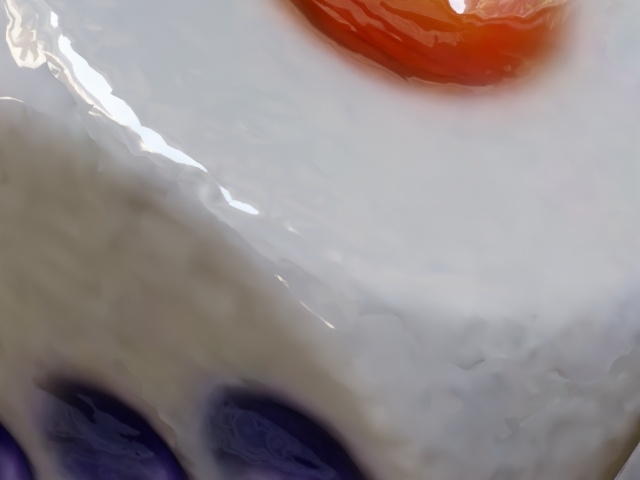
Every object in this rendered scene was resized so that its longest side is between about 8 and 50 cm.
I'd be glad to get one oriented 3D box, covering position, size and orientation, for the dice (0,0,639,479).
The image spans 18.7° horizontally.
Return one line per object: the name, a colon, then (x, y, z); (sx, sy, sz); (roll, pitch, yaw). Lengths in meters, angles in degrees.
dice: (0.000, 0.000, 0.648); (0.243, 0.259, 0.251); (-44, 162, -39)
